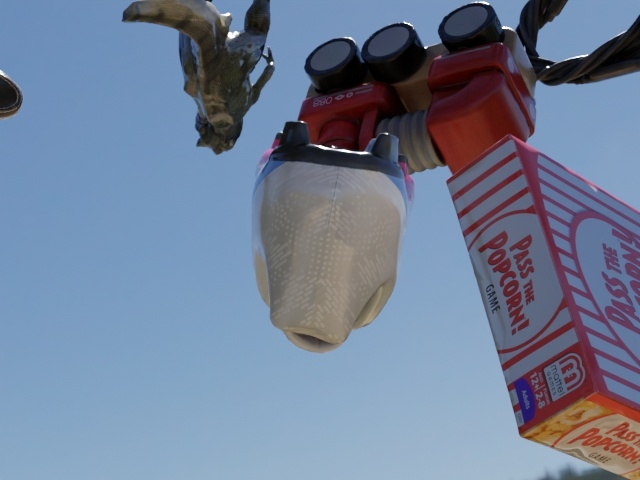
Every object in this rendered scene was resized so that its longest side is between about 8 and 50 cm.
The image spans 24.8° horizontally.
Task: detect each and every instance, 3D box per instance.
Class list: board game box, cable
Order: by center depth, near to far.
[{"bbox_3d":[0.153,0.048,0.714,0.193,0.146,0.045,24,-49,-40],"label":"board game box"},{"bbox_3d":[0.261,-0.224,1.437,0.185,0.150,0.047,-12,-21,37],"label":"cable"}]

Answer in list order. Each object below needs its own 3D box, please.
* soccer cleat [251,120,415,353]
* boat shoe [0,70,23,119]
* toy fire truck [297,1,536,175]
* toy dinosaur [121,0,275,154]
[{"bbox_3d":[0.000,0.000,0.994,0.116,0.143,0.331,10,1,4],"label":"soccer cleat"},{"bbox_3d":[-0.283,-0.127,1.110,0.125,0.046,0.038,26,-12,-23],"label":"boat shoe"},{"bbox_3d":[0.069,-0.096,1.321,0.217,0.246,0.158,-11,-48,25],"label":"toy fire truck"},{"bbox_3d":[-0.061,-0.135,0.905,0.064,0.118,0.268,17,-11,10],"label":"toy dinosaur"}]
